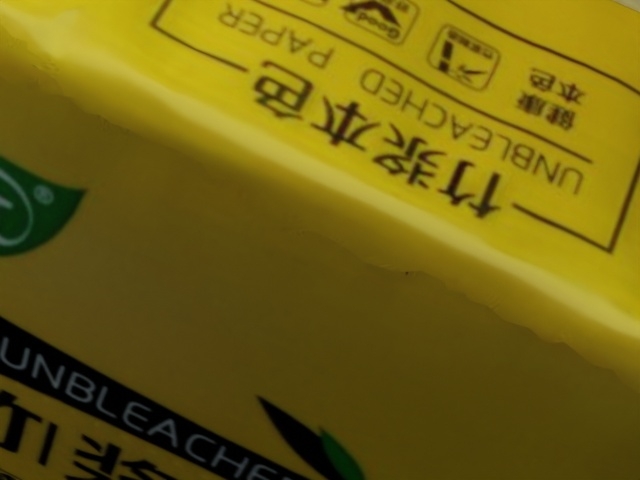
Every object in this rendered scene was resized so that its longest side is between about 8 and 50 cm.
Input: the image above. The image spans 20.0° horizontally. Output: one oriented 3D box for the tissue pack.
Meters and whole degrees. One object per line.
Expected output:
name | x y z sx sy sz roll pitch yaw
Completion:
tissue pack | 0.000 0.000 0.652 0.382 0.293 0.228 27 53 0
